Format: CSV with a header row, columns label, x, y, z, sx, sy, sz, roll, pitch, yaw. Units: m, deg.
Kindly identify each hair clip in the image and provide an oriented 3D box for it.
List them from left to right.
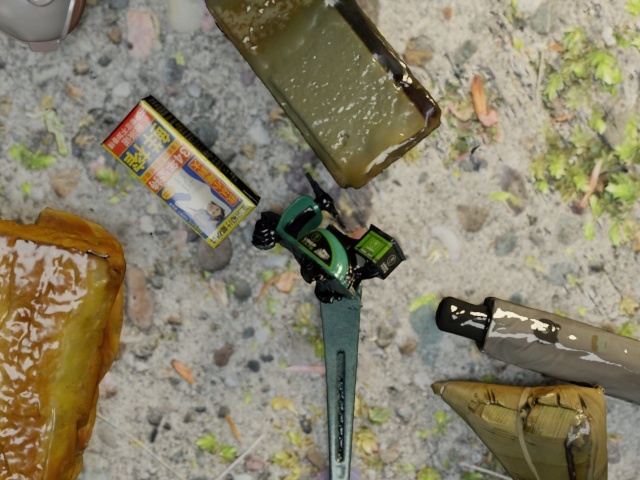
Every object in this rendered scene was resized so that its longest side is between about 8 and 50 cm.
label,x,y,z,sx,sy,sz,roll,pitch,yaw
hair clip,0.026,0.170,1.046,0.048,0.083,0.275,-2,108,0

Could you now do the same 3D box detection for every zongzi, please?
label,x,y,z,sx,sy,sz,roll,pitch,yaw
zongzi,0.232,0.243,1.062,0.197,0.099,0.194,3,120,29

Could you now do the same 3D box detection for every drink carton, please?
label,x,y,z,sx,sy,sz,roll,pitch,yaw
drink carton,-0.149,-0.074,0.991,0.166,0.056,0.071,44,104,-9

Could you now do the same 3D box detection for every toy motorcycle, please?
label,x,y,z,sx,sy,sz,roll,pitch,yaw
toy motorcycle,0.000,0.000,0.974,0.100,0.173,0.058,-44,138,-11

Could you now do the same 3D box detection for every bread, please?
label,x,y,z,sx,sy,sz,roll,pitch,yaw
bread,-0.322,0.134,0.977,0.195,0.149,0.344,14,99,-17

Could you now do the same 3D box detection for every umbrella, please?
label,x,y,z,sx,sy,sz,roll,pitch,yaw
umbrella,0.294,0.129,1.045,0.337,0.067,0.073,18,87,-4

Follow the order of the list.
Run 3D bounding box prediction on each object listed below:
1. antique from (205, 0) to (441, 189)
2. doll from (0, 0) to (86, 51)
label,x,y,z,sx,sy,sz,roll,pitch,yaw
antique,-0.008,-0.196,0.941,0.125,0.150,0.284,-37,92,5
doll,-0.265,-0.328,0.895,0.151,0.151,0.287,13,103,-5
